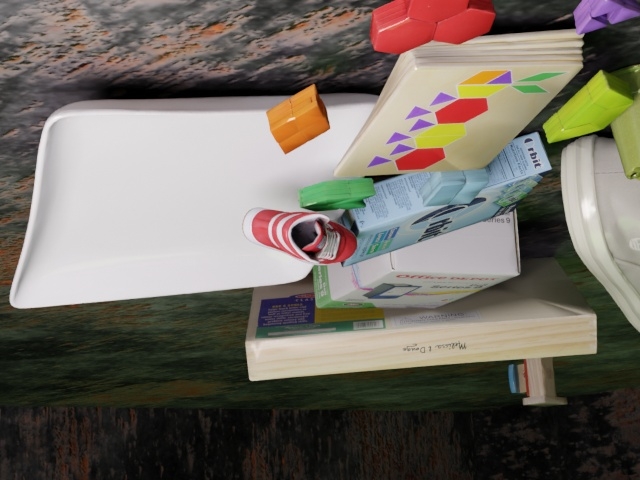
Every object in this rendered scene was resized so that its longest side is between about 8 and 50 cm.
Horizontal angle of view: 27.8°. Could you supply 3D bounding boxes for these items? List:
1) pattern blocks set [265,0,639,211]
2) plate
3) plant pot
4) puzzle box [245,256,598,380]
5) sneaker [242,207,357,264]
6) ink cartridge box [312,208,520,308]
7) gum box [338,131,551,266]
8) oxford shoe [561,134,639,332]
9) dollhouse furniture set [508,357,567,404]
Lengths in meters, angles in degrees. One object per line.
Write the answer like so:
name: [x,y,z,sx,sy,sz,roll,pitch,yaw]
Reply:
pattern blocks set: [0.099,-0.099,0.949,0.285,0.026,0.325,-1,156,-30]
plate: [-0.105,-0.038,1.055,0.277,0.045,0.278,-5,150,-23]
plant pot: [0.263,-0.090,1.024,0.083,0.079,0.083,-4,168,-1]
puzzle box: [0.114,0.091,1.605,0.409,0.052,0.272,-4,-166,1]
sneaker: [0.000,0.000,1.063,0.118,0.042,0.067,11,179,-41]
ink cartridge box: [0.100,0.015,1.417,0.154,0.093,0.212,2,165,-23]
gum box: [0.107,-0.036,1.208,0.184,0.041,0.157,-17,169,-8]
oxford shoe: [0.357,0.001,1.290,0.130,0.169,0.449,-11,161,23]
dollhouse furniture set: [0.259,0.147,1.850,0.129,0.183,0.129,-13,165,35]
